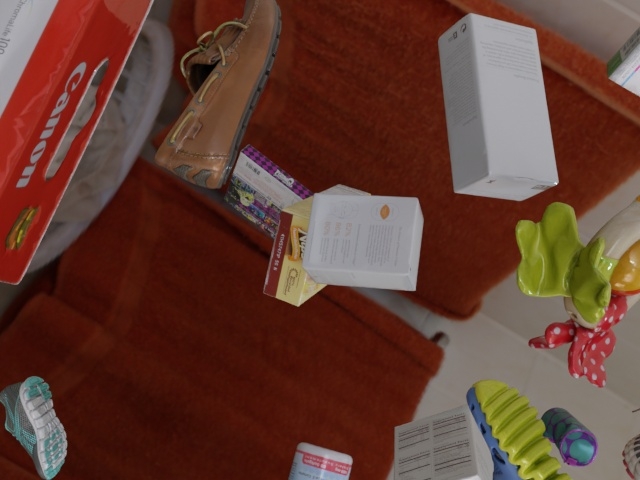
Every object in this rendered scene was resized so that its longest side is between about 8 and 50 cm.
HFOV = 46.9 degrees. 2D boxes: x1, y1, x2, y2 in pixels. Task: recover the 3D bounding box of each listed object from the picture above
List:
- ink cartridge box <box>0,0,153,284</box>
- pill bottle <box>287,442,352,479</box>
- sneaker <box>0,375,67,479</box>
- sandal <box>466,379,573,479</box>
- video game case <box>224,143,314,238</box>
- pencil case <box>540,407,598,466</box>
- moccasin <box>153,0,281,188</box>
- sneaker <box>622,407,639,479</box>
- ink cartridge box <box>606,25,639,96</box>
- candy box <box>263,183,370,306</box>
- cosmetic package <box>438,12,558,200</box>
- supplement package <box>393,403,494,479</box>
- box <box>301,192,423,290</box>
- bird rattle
[{"bbox_3d":[-0.332,-0.124,0.695,0.385,0.091,0.308,3,-113,46],"label":"ink cartridge box"},{"bbox_3d":[-0.012,0.382,1.071,0.087,0.087,0.160,121,-15,-75],"label":"pill bottle"},{"bbox_3d":[-0.449,0.292,1.146,0.065,0.076,0.166,-33,113,-70],"label":"sneaker"},{"bbox_3d":[0.327,0.383,1.222,0.126,0.317,0.138,-4,147,-39],"label":"sandal"},{"bbox_3d":[-0.116,-0.095,1.779,0.042,0.232,0.210,-49,174,-34],"label":"video game case"},{"bbox_3d":[0.430,0.342,1.288,0.070,0.064,0.152,-52,178,4],"label":"pencil case"},{"bbox_3d":[-0.164,-0.263,1.198,0.139,0.147,0.379,132,-22,-68],"label":"moccasin"},{"bbox_3d":[0.466,0.249,0.923,0.112,0.121,0.299,-53,170,33],"label":"sneaker"},{"bbox_3d":[0.657,-0.308,1.378,0.109,0.209,0.062,-56,-170,42],"label":"ink cartridge box"},{"bbox_3d":[0.000,0.000,1.558,0.316,0.088,0.182,-32,139,-64],"label":"candy box"},{"bbox_3d":[0.234,-0.176,0.987,0.085,0.117,0.231,150,-58,-61],"label":"cosmetic package"},{"bbox_3d":[0.295,0.555,1.700,0.198,0.199,0.262,-21,-162,14],"label":"supplement package"},{"bbox_3d":[0.071,0.003,1.181,0.091,0.171,0.130,56,41,-65],"label":"box"},{"bbox_3d":[0.346,0.055,0.875,0.207,0.253,0.143,-41,-140,-5],"label":"bird rattle"}]
